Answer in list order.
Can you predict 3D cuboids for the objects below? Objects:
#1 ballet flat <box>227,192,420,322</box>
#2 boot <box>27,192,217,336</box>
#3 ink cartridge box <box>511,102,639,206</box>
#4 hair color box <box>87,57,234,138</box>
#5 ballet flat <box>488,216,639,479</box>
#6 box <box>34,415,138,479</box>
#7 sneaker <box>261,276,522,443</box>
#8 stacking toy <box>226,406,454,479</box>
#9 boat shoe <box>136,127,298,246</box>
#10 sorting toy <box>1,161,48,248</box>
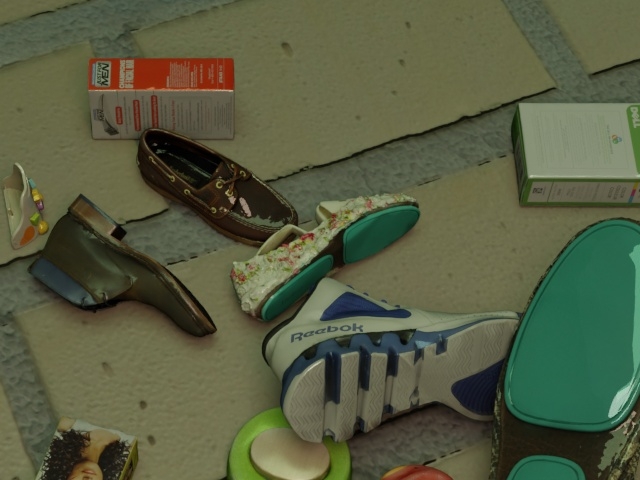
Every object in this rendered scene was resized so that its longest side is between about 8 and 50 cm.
[{"bbox_3d":[0.000,0.000,1.926,0.241,0.091,0.077,-31,60,-24],"label":"ballet flat"},{"bbox_3d":[-0.217,0.057,1.901,0.219,0.082,0.106,41,86,17],"label":"boot"},{"bbox_3d":[0.332,-0.100,2.022,0.209,0.062,0.109,-1,57,-4],"label":"ink cartridge box"},{"bbox_3d":[-0.183,-0.164,2.021,0.167,0.093,0.053,-1,56,-4],"label":"hair color box"},{"bbox_3d":[0.249,0.219,1.736,0.164,0.182,0.483,8,67,24],"label":"ballet flat"},{"bbox_3d":[-0.258,0.294,1.737,0.087,0.058,0.232,14,58,6],"label":"box"},{"bbox_3d":[0.073,0.102,1.826,0.315,0.128,0.182,-5,30,-26],"label":"sneaker"},{"bbox_3d":[-0.022,0.285,1.711,0.309,0.130,0.279,-37,66,-24],"label":"stacking toy"},{"bbox_3d":[-0.118,-0.061,1.970,0.207,0.073,0.073,25,58,11],"label":"boat shoe"},{"bbox_3d":[-0.332,-0.047,1.947,0.044,0.075,0.083,-10,58,-9],"label":"sorting toy"}]
